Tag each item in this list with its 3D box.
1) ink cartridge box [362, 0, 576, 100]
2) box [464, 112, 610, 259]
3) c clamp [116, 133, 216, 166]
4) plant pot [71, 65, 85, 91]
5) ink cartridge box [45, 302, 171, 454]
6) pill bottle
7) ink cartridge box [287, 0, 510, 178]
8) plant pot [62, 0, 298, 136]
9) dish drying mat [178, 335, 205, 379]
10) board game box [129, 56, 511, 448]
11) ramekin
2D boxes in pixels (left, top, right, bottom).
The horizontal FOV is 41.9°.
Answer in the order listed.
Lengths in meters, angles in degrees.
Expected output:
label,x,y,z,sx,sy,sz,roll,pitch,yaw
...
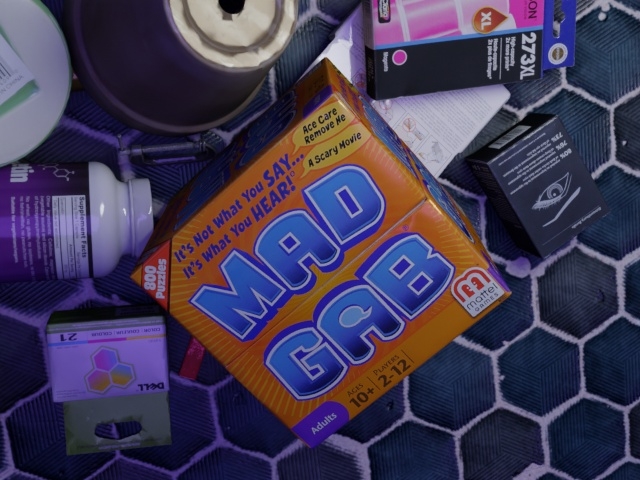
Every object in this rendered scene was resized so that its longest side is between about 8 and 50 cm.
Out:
label,x,y,z,sx,sy,sz,roll,pitch,yaw
ink cartridge box,0.252,-0.336,1.337,0.371,0.069,0.176,-10,115,-12
box,0.378,-0.096,1.463,0.153,0.108,0.207,-33,105,-4
c clamp,-0.241,-0.139,1.323,0.160,0.137,0.022,-5,77,-16
plant pot,-0.370,-0.273,1.296,0.081,0.083,0.081,-8,102,-10
ink cartridge box,-0.341,0.242,1.384,0.188,0.097,0.255,-4,99,-11
pill bottle,-0.422,-0.028,1.273,0.323,0.181,0.181,-3,100,-15
ink cartridge box,0.129,-0.248,1.409,0.296,0.066,0.261,41,91,-14
plant pot,-0.176,-0.318,1.187,0.323,0.280,0.323,-1,93,-28
dish drying mat,-0.218,0.199,1.447,0.032,0.008,0.083,18,97,-13
board game box,0.000,0.000,1.239,0.356,0.356,0.356,-40,106,12
ramekin,-0.500,-0.243,1.167,0.303,0.148,0.303,-20,122,-34
